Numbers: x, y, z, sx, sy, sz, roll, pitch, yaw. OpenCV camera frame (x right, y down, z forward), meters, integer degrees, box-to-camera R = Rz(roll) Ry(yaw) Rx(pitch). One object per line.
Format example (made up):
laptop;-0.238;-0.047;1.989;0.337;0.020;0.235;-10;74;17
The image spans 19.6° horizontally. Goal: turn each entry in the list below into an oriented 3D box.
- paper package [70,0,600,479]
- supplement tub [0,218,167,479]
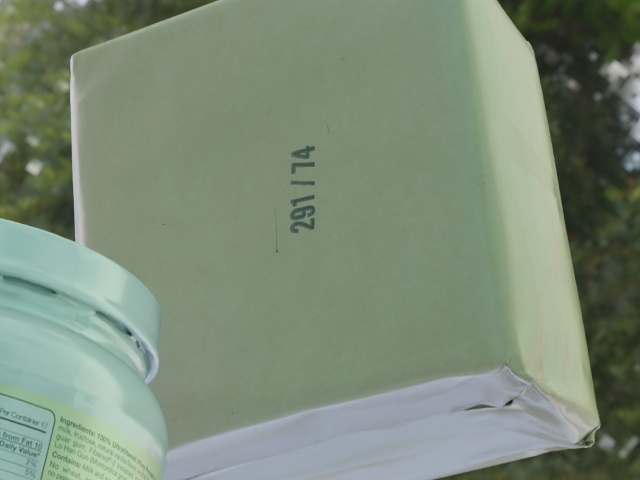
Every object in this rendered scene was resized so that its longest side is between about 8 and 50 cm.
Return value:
paper package;0.000;0.000;1.232;0.168;0.309;0.325;41;-142;-56
supplement tub;-0.212;0.170;0.996;0.235;0.235;0.325;25;-119;-29
